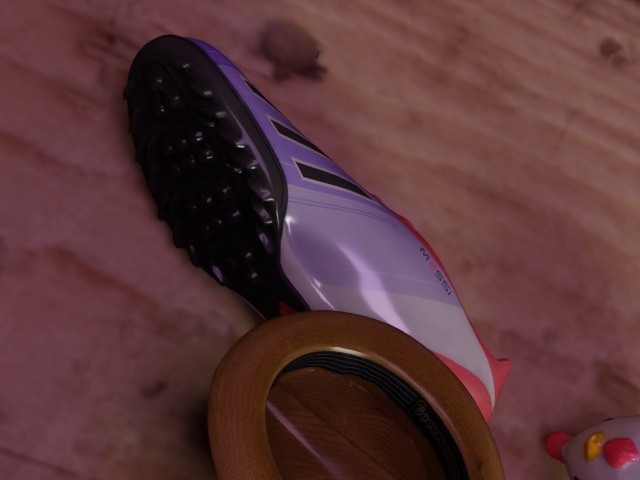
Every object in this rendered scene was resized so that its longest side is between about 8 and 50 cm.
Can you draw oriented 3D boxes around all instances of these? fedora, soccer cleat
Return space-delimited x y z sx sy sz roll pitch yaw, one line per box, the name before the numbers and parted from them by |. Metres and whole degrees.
fedora | 0.011 0.134 0.981 0.194 0.079 0.194 17 54 -24
soccer cleat | 0.000 0.000 1.080 0.318 0.109 0.116 55 50 -8

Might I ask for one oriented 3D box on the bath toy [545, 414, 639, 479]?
bath toy | 0.142 0.253 1.090 0.129 0.151 0.348 22 70 25
